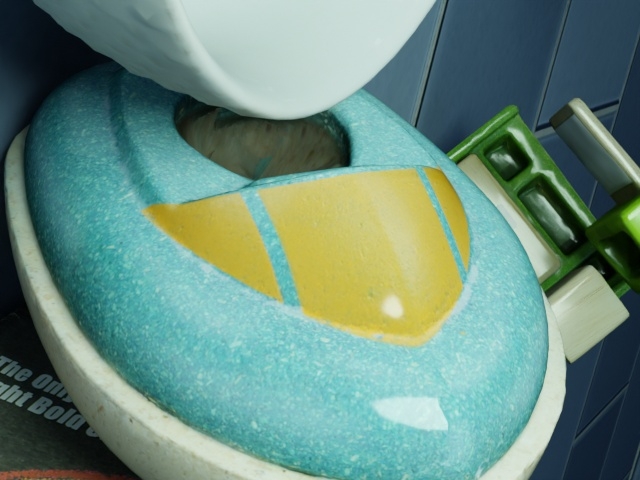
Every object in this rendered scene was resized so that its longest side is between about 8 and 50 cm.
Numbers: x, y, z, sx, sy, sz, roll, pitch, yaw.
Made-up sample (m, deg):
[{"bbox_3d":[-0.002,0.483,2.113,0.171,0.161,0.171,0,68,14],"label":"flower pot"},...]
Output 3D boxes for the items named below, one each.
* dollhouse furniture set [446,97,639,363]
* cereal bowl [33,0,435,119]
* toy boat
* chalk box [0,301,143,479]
[{"bbox_3d":[0.068,0.049,1.028,0.301,0.151,0.197,-38,178,-8],"label":"dollhouse furniture set"},{"bbox_3d":[-0.027,-0.218,0.531,0.339,0.141,0.339,-51,151,-43],"label":"cereal bowl"},{"bbox_3d":[-0.066,0.013,0.558,0.318,0.267,0.148,-12,131,-30],"label":"toy boat"},{"bbox_3d":[-0.082,0.145,0.664,0.289,0.180,0.179,-40,144,-52],"label":"chalk box"}]
